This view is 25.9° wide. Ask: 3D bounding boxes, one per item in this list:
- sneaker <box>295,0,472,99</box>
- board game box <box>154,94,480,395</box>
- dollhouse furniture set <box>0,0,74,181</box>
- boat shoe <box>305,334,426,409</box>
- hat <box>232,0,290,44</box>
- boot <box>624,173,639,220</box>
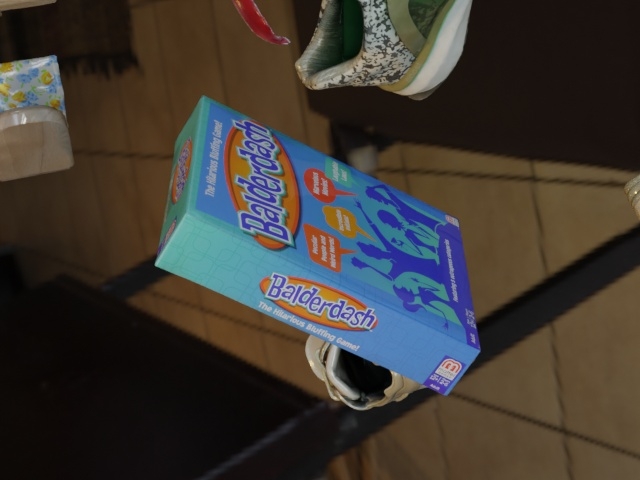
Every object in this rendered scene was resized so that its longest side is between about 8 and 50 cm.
[{"bbox_3d":[0.074,-0.288,1.373,0.158,0.182,0.410,47,143,30],"label":"sneaker"},{"bbox_3d":[0.000,0.000,0.923,0.047,0.210,0.160,-57,18,28],"label":"board game box"},{"bbox_3d":[-0.421,-0.231,1.122,0.256,0.394,0.362,116,143,-74],"label":"dollhouse furniture set"},{"bbox_3d":[0.046,0.124,1.533,0.113,0.103,0.302,64,154,-2],"label":"boat shoe"},{"bbox_3d":[-0.119,-0.231,0.857,0.208,0.173,0.183,-87,-16,-55],"label":"hat"},{"bbox_3d":[0.448,-0.028,1.506,0.165,0.213,0.077,-96,-7,-46],"label":"boot"}]
